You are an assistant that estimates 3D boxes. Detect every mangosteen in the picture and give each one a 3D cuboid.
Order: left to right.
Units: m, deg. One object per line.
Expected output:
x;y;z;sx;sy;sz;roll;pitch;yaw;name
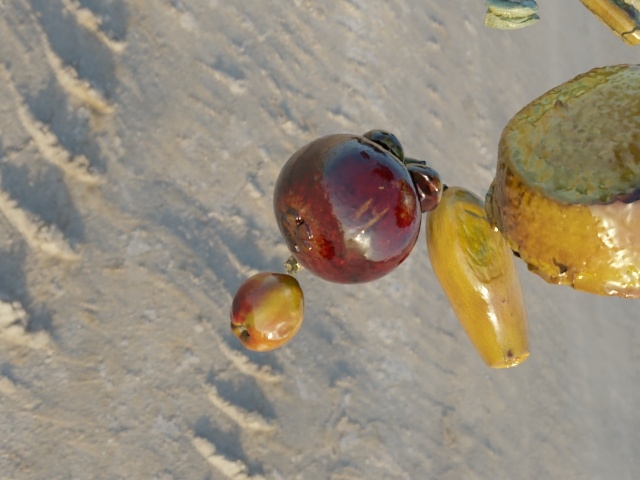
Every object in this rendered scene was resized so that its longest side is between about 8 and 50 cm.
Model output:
0.062;-0.057;1.317;0.258;0.215;0.215;-28;94;-28;mangosteen

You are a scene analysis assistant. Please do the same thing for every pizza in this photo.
0.000;0.000;1.784;0.052;0.185;0.195;36;0;-5;pizza
0.564;-0.515;1.879;0.223;0.089;0.323;-11;59;-52;pizza

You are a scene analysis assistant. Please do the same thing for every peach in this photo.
-0.067;0.091;1.220;0.101;0.101;0.100;31;48;-41;peach

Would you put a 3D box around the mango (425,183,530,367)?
0.283;0.067;1.673;0.187;0.144;0.359;-76;145;-69;mango

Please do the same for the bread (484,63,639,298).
0.412;-0.090;1.271;0.204;0.358;0.336;76;-13;-48;bread

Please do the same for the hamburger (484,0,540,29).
0.351;-0.413;1.683;0.121;0.084;0.054;-38;138;-55;hamburger
